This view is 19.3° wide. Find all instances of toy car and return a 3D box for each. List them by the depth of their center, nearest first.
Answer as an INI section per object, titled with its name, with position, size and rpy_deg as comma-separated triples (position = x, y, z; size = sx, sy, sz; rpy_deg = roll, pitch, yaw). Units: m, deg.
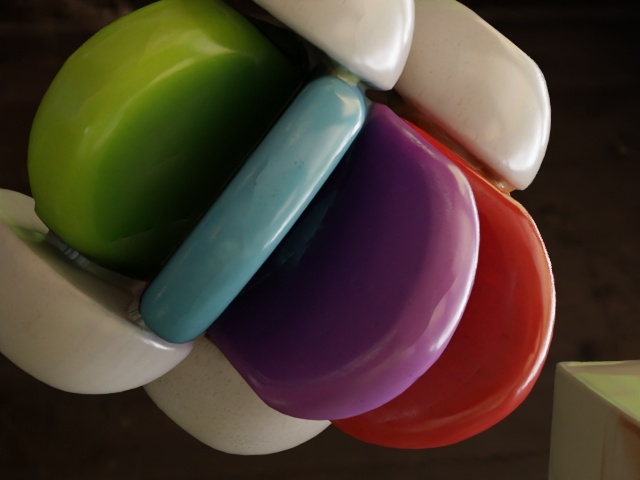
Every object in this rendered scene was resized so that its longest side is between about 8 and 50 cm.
[toy car]
position = 0.000, 0.000, 0.550
size = 0.182, 0.159, 0.136
rpy_deg = 30, -168, -49

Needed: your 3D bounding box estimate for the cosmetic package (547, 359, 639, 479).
[cosmetic package]
position = 0.176, 0.206, 0.788
size = 0.153, 0.296, 0.129
rpy_deg = -1, -169, -12
